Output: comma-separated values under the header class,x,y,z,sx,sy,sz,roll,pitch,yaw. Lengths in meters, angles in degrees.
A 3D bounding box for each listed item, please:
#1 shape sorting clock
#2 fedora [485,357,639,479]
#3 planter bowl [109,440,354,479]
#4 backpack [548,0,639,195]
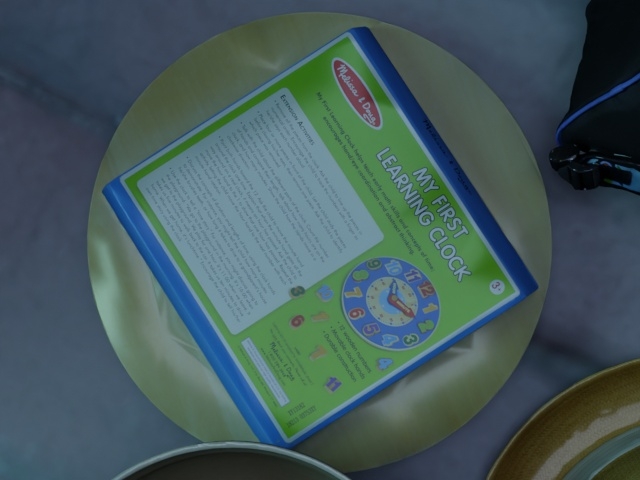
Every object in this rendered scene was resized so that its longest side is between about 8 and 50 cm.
class,x,y,z,sx,sy,sz,roll,pitch,yaw
shape sorting clock,0.000,0.000,0.675,0.206,0.040,0.206,0,86,2
fedora,0.158,0.139,0.643,0.194,0.079,0.194,0,87,2
planter bowl,-0.033,0.161,0.632,0.162,0.109,0.162,0,86,1
backpack,0.205,-0.066,0.621,0.173,0.158,0.117,21,69,-10
